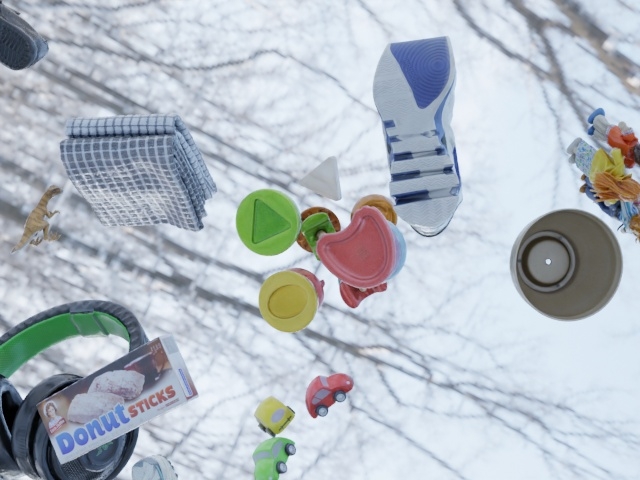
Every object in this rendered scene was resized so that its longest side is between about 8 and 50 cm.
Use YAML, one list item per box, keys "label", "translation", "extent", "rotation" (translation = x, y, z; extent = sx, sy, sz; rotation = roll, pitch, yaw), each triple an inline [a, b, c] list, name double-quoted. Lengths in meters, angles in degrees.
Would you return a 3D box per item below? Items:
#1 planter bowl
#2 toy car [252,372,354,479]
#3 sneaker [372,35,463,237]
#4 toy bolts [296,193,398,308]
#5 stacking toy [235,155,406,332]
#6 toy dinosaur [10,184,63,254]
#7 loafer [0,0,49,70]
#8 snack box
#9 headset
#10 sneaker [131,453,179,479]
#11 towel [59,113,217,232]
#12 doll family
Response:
- label: "planter bowl"
  translation: [0.346, 0.034, 1.820]
  extent: [0.162, 0.162, 0.109]
  rotation: [-63, -173, -2]
- label: "toy car"
  translation: [-0.064, 0.329, 2.161]
  extent: [0.239, 0.053, 0.225]
  rotation: [-28, -157, 40]
- label: "sneaker"
  translation: [0.151, -0.140, 1.912]
  extent: [0.182, 0.127, 0.315]
  rotation: [72, 16, -70]
- label: "toy bolts"
  translation: [0.072, 0.009, 2.650]
  extent: [0.218, 0.228, 0.158]
  rotation: [-25, -167, -1]
- label: "stacking toy"
  translation: [0.000, 0.000, 2.418]
  extent: [0.309, 0.279, 0.130]
  rotation: [-27, 177, 20]
- label: "toy dinosaur"
  translation: [-0.614, -0.024, 2.658]
  extent: [0.064, 0.112, 0.211]
  rotation: [8, -124, 21]
- label: "loafer"
  translation: [-0.498, -0.326, 1.882]
  extent: [0.080, 0.220, 0.078]
  rotation: [-55, 163, 21]
- label: "snack box"
  translation: [-0.191, 0.149, 1.158]
  extent: [0.178, 0.022, 0.064]
  rotation: [-29, -98, 32]
- label: "headset"
  translation: [-0.321, 0.240, 1.418]
  extent: [0.243, 0.185, 0.394]
  rotation: [-5, -141, 24]
- label: "sneaker"
  translation: [-0.325, 0.505, 2.388]
  extent: [0.283, 0.122, 0.110]
  rotation: [38, -49, 56]
- label: "towel"
  translation: [-0.353, -0.124, 2.434]
  extent: [0.235, 0.283, 0.121]
  rotation: [-4, -124, 12]
- label: "doll family"
  translation: [0.484, -0.077, 2.036]
  extent: [0.118, 0.263, 0.163]
  rotation: [-35, -134, -9]
